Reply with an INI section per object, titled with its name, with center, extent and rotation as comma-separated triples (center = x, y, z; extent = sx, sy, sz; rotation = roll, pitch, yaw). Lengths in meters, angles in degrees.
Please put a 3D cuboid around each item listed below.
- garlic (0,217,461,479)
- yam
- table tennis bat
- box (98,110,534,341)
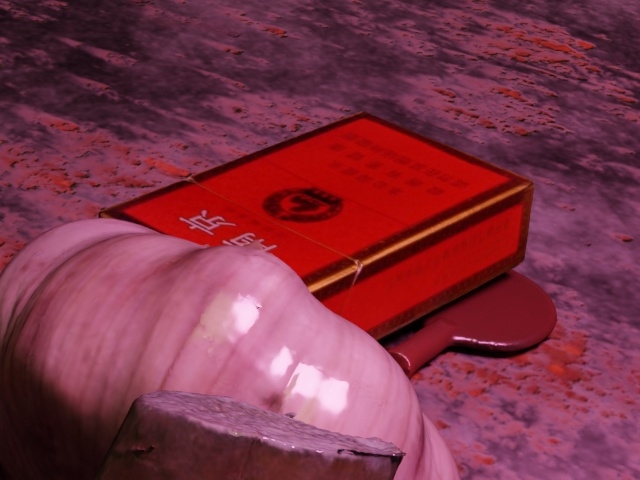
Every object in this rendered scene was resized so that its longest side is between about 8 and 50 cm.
[garlic]
center = -0.063, 0.136, 0.675
extent = 0.245, 0.245, 0.253
rotation = 20, 68, 15
[yam]
center = -0.062, 0.175, 0.531
extent = 0.106, 0.259, 0.106
rotation = 21, 0, 0
[table tennis bat]
center = 0.087, 0.049, 0.973
extent = 0.098, 0.019, 0.155
rotation = 28, 35, 25
[box]
center = 0.000, -0.001, 0.963
extent = 0.153, 0.074, 0.240
rotation = 30, 39, 34
